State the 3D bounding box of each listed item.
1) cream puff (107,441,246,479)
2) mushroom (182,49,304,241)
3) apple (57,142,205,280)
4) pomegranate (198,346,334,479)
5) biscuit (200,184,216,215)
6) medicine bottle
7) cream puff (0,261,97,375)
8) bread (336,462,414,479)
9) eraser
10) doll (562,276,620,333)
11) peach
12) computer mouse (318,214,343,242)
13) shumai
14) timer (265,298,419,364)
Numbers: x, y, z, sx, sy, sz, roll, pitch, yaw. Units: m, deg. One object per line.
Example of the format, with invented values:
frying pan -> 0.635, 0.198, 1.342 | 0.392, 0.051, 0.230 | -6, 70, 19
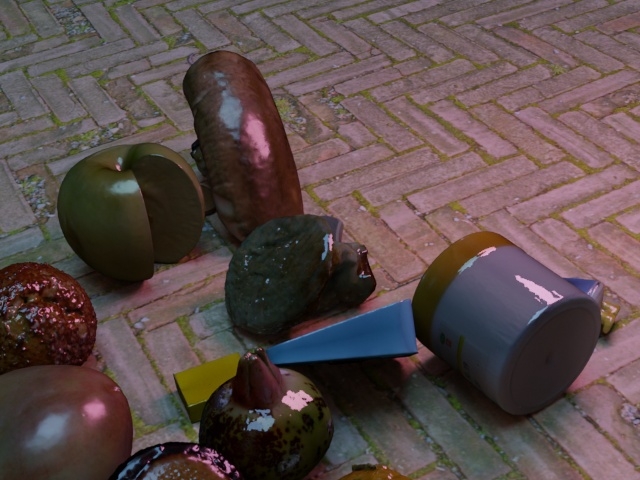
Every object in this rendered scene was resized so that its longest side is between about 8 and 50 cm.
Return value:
cream puff -> -0.204, 0.404, 1.377 | 0.239, 0.165, 0.239 | 9, 57, -14
mushroom -> -0.150, -0.192, 2.134 | 0.224, 0.313, 0.397 | -12, 41, -13
apple -> -0.380, -0.058, 1.997 | 0.292, 0.254, 0.292 | -2, 32, 1
pomegranate -> -0.088, 0.266, 1.510 | 0.214, 0.247, 0.214 | -4, 36, 3
biscuit -> -0.286, -0.092, 2.238 | 0.102, 0.019, 0.130 | -23, 38, -26
medicine bottle -> 0.309, 0.138, 1.661 | 0.238, 0.237, 0.232 | -24, 41, -25
cream puff -> -0.505, 0.146, 1.742 | 0.164, 0.240, 0.240 | -14, 22, 43
bread -> 0.067, 0.430, 1.336 | 0.240, 0.139, 0.240 | -23, 37, 19
eraser -> -0.184, 0.254, 1.713 | 0.122, 0.045, 0.097 | -16, 37, -15
doll -> 0.428, 0.101, 1.822 | 0.241, 0.098, 0.135 | 13, 61, 25
peach -> -0.414, 0.316, 1.471 | 0.292, 0.247, 0.292 | -26, 44, 28
computer mouse -> 0.000, 0.000, 2.045 | 0.089, 0.056, 0.181 | 5, 29, 5
shumai -> -0.038, 0.085, 1.887 | 0.272, 0.204, 0.222 | -19, 59, 24
timer -> 0.031, 0.167, 1.669 | 0.250, 0.091, 0.232 | -8, -8, -2
